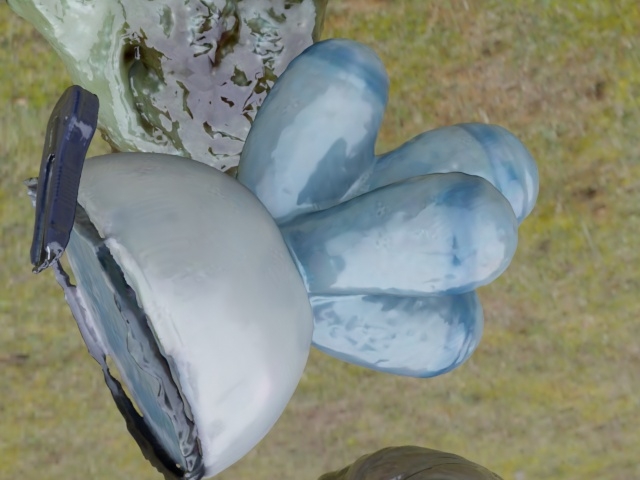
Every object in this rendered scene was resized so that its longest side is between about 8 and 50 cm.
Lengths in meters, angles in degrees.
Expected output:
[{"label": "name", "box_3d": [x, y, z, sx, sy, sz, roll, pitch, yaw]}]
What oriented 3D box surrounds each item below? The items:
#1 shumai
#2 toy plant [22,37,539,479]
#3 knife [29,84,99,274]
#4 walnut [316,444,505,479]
[{"label": "shumai", "box_3d": [-0.191, -0.269, 1.292, 0.348, 0.395, 0.395, 14, 129, -29]}, {"label": "toy plant", "box_3d": [0.000, 0.000, 0.940, 0.332, 0.247, 0.247, -25, 137, -18]}, {"label": "knife", "box_3d": [-0.131, -0.031, 0.708, 0.031, 0.121, 0.018, -31, 133, 32]}, {"label": "walnut", "box_3d": [0.085, 0.274, 1.142, 0.224, 0.224, 0.224, -5, 134, -5]}]
